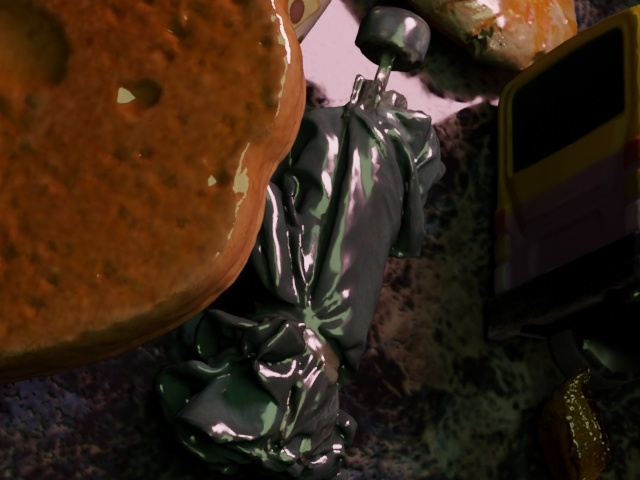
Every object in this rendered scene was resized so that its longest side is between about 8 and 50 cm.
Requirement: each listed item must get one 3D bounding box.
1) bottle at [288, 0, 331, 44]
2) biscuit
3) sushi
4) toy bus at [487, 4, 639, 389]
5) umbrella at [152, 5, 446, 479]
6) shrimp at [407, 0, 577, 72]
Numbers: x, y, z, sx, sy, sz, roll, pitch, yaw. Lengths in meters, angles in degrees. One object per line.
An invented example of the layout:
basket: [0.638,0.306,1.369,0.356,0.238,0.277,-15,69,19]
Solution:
bottle: [-0.095,-0.114,1.317,0.120,0.120,0.253,40,60,-12]
biscuit: [-0.176,-0.132,1.205,0.349,0.078,0.455,10,80,13]
sushi: [0.185,0.140,1.428,0.047,0.050,0.099,-12,100,-25]
toy bus: [0.360,-0.012,1.481,0.439,0.209,0.249,11,70,-24]
umbrella: [0.000,0.001,1.347,0.143,0.094,0.349,31,67,-38]
shrimp: [0.080,-0.242,1.492,0.294,0.062,0.154,41,48,-14]
